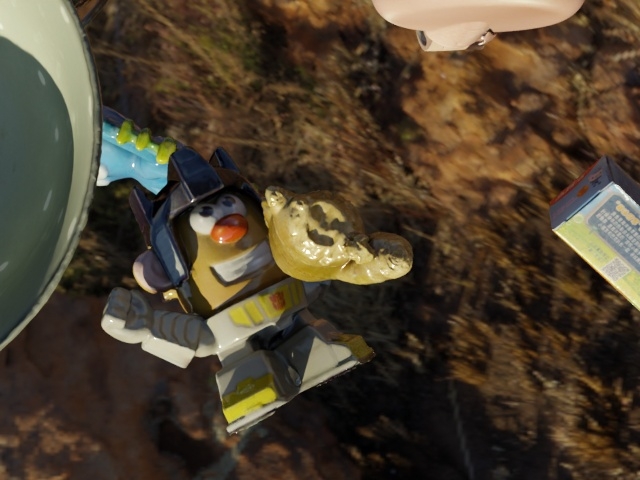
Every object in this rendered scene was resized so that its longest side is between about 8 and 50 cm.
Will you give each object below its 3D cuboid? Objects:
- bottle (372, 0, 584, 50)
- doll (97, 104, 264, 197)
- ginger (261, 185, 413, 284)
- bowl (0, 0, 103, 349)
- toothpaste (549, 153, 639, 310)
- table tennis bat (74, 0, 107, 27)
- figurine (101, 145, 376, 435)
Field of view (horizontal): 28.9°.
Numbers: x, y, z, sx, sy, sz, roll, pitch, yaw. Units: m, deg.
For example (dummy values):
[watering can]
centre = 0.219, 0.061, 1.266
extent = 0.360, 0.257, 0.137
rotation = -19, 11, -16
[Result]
[bottle]
centre = 0.100, -0.276, 0.790
extent = 0.173, 0.206, 0.297
rotation = -1, 90, -10
[doll]
centre = -0.221, -0.091, 1.582
extent = 0.341, 0.346, 0.099
rotation = 26, 87, -2
[ginger]
centre = -0.008, -0.004, 1.089
extent = 0.205, 0.115, 0.081
rotation = 6, 92, 63
[bowl]
centre = -0.284, -0.062, 0.825
extent = 0.337, 0.157, 0.337
rotation = 0, 89, 9
[toothpaste]
centre = 0.218, 0.037, 0.770
extent = 0.193, 0.044, 0.070
rotation = 41, 115, -14
[table tennis bat]
centre = -0.251, -0.245, 1.308
extent = 0.131, 0.022, 0.234
rotation = -30, 25, 35
[figurine]
centre = -0.089, 0.045, 1.291
extent = 0.143, 0.308, 0.308
rotation = -38, 63, 40
